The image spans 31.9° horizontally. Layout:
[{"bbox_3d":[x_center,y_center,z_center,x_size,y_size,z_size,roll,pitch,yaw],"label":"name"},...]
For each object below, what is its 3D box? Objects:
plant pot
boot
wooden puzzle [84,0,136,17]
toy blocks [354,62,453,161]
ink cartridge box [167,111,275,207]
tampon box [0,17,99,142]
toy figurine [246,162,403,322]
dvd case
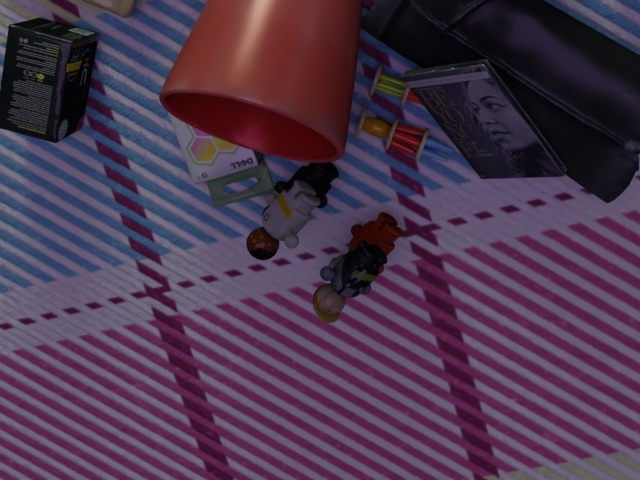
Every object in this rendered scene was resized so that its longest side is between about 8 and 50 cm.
[{"bbox_3d":[-0.065,-0.268,1.573,0.275,0.275,0.243,16,81,3],"label":"plant pot"},{"bbox_3d":[0.329,-0.306,1.553,0.445,0.146,0.367,36,128,1],"label":"boot"},{"bbox_3d":[-0.354,-0.478,1.679,0.239,0.044,0.221,24,109,5],"label":"wooden puzzle"},{"bbox_3d":[0.139,-0.187,1.687,0.148,0.054,0.123,20,107,0],"label":"toy blocks"},{"bbox_3d":[-0.157,-0.152,1.736,0.109,0.062,0.209,-16,105,11],"label":"ink cartridge box"},{"bbox_3d":[-0.418,-0.246,1.714,0.101,0.120,0.161,15,109,4],"label":"tampon box"},{"bbox_3d":[0.000,0.000,1.684,0.213,0.209,0.148,41,114,-5],"label":"toy figurine"},{"bbox_3d":[0.234,-0.167,1.605,0.221,0.164,0.018,48,64,-28],"label":"dvd case"}]
